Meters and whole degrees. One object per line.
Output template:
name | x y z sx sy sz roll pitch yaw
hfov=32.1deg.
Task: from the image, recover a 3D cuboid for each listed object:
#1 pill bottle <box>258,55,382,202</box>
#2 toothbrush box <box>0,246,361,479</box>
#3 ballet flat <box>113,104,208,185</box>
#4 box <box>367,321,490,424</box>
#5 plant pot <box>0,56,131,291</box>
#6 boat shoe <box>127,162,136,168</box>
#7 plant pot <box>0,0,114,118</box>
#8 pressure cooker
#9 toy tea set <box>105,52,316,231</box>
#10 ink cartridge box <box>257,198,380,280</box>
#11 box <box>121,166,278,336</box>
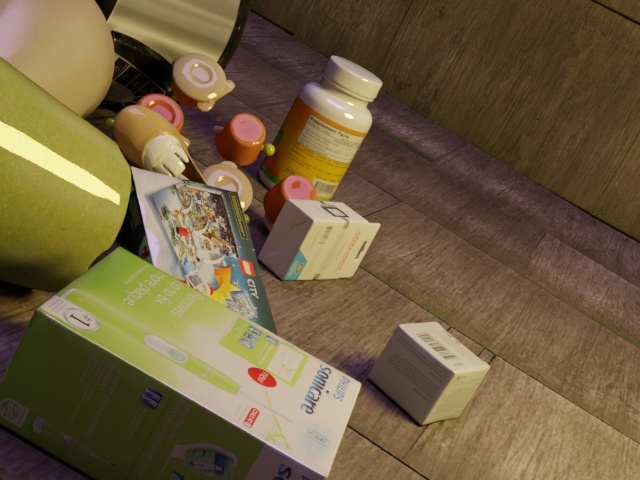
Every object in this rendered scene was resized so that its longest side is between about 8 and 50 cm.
pill bottle | 0.005 -0.188 1.920 0.136 0.245 0.136 26 18 -9
toothbrush box | -0.124 0.146 1.030 0.283 0.122 0.206 31 18 2
ballet flat | -0.190 -0.091 1.490 0.073 0.080 0.232 30 -17 43
box | 0.138 0.167 1.414 0.101 0.087 0.102 40 20 30
plant pot | -0.342 -0.069 1.119 0.254 0.276 0.276 29 13 -42
boat shoe | -0.250 -0.055 1.448 0.233 0.084 0.079 27 4 26
plant pot | -0.418 -0.186 1.354 0.257 0.256 0.274 27 34 -7
pressure cooker | -0.374 -0.425 1.804 0.420 0.369 0.375 13 20 -50
toy tea set | -0.164 -0.116 1.706 0.336 0.124 0.200 49 55 4
ink cartridge box | 0.000 0.000 1.636 0.060 0.104 0.180 38 19 29
box | -0.142 0.034 1.282 0.159 0.044 0.233 13 48 -42
